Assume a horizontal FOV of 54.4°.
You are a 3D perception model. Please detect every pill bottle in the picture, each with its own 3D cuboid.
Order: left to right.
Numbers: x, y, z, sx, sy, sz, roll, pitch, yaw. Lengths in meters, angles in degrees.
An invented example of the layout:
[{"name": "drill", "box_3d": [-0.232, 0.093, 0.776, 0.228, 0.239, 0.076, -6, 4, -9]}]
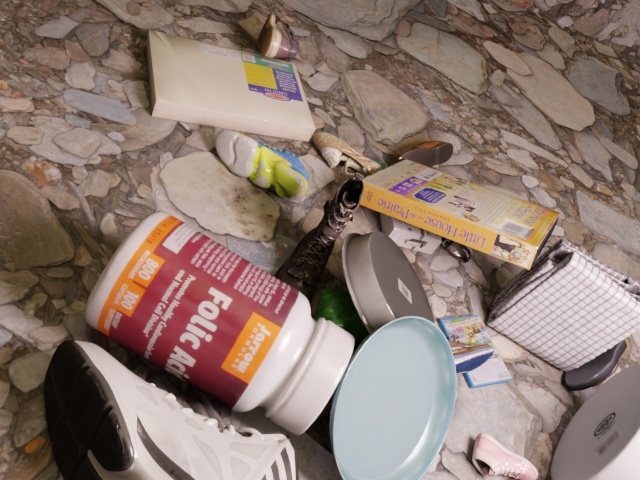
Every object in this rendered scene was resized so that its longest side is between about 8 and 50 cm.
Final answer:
[{"name": "pill bottle", "box_3d": [-0.157, 0.140, 1.027, 0.392, 0.224, 0.224, 31, 43, -2]}]

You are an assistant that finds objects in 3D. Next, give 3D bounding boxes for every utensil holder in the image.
[{"name": "utensil holder", "box_3d": [0.689, 0.467, 1.172, 0.385, 0.327, 0.327, 38, 43, 9]}]

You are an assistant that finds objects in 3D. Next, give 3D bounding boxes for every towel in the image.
[{"name": "towel", "box_3d": [0.551, 0.144, 1.398, 0.235, 0.283, 0.121, 34, 42, -2]}]

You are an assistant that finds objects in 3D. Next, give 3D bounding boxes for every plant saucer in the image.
[{"name": "plant saucer", "box_3d": [0.124, 0.284, 1.077, 0.318, 0.044, 0.317, -7, 100, -42]}]

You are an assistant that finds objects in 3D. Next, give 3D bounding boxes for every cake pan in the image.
[{"name": "cake pan", "box_3d": [0.144, 0.106, 1.236, 0.293, 0.054, 0.293, 46, 28, -33]}]

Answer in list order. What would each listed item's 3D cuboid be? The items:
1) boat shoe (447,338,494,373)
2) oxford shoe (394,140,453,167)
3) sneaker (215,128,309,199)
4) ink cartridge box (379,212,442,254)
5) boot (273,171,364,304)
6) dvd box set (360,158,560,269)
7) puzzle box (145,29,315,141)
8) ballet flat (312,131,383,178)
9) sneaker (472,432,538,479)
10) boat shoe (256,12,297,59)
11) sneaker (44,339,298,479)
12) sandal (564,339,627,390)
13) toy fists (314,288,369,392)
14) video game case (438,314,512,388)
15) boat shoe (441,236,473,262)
[{"name": "boat shoe", "box_3d": [0.280, 0.239, 1.302, 0.183, 0.066, 0.066, -10, 48, -26]}, {"name": "oxford shoe", "box_3d": [0.274, -0.235, 1.741, 0.212, 0.076, 0.076, -19, 33, -37]}, {"name": "sneaker", "box_3d": [-0.128, -0.181, 1.446, 0.240, 0.091, 0.126, 37, 25, 4]}, {"name": "ink cartridge box", "box_3d": [0.220, -0.032, 1.523, 0.135, 0.056, 0.099, 14, 46, -19]}, {"name": "boot", "box_3d": [0.000, 0.000, 1.239, 0.091, 0.229, 0.263, 28, 43, -6]}, {"name": "dvd box set", "box_3d": [0.330, -0.078, 1.474, 0.421, 0.062, 0.308, 23, 26, 21]}, {"name": "puzzle box", "box_3d": [-0.227, -0.386, 1.575, 0.409, 0.052, 0.272, 6, 50, -27]}, {"name": "ballet flat", "box_3d": [0.064, -0.203, 1.577, 0.206, 0.073, 0.067, 28, 58, 0]}, {"name": "sneaker", "box_3d": [0.348, 0.436, 1.192, 0.134, 0.051, 0.070, 35, 45, 6]}, {"name": "boat shoe", "box_3d": [-0.117, -0.554, 1.722, 0.092, 0.102, 0.285, 20, 22, -18]}, {"name": "sneaker", "box_3d": [-0.206, 0.309, 0.921, 0.447, 0.169, 0.258, 43, 24, 27]}, {"name": "sandal", "box_3d": [0.668, 0.297, 1.478, 0.255, 0.097, 0.054, -23, 93, -41]}, {"name": "toy fists", "box_3d": [0.063, 0.213, 1.187, 0.142, 0.096, 0.279, 18, 44, -38]}, {"name": "video game case", "box_3d": [0.342, 0.243, 1.382, 0.119, 0.015, 0.166, -1, 54, -31]}, {"name": "boat shoe", "box_3d": [0.327, 0.008, 1.561, 0.125, 0.046, 0.038, 43, 39, -2]}]
